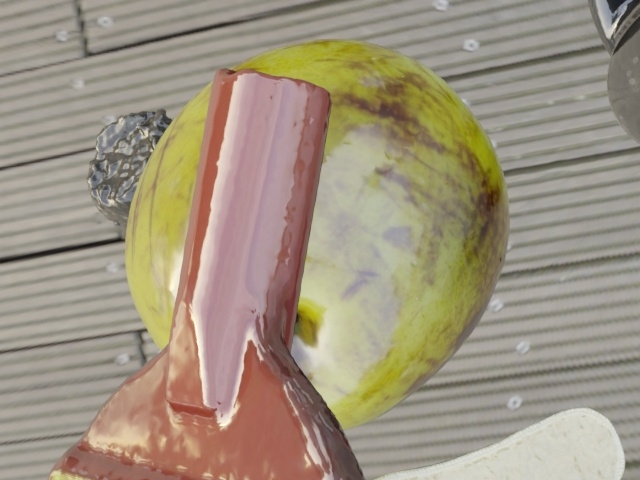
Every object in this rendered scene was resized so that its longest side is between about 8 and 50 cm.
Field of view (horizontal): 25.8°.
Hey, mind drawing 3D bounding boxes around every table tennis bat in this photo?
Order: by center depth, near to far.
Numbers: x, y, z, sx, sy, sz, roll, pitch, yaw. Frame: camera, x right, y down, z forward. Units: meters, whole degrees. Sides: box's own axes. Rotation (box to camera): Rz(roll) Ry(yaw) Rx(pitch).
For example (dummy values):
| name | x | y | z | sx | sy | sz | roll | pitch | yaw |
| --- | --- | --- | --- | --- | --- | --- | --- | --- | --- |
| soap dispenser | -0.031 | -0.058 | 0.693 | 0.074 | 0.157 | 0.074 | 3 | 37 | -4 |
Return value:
| name | x | y | z | sx | sy | sz | roll | pitch | yaw |
| --- | --- | --- | --- | --- | --- | --- | --- | --- | --- |
| table tennis bat | -0.053 | 0.136 | 0.559 | 0.268 | 0.051 | 0.414 | 1 | 78 | 54 |

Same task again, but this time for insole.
| name | x | y | z | sx | sy | sz | roll | pitch | yaw |
| --- | --- | --- | --- | --- | --- | --- | --- | --- | --- |
| insole | 0.084 | 0.178 | 0.910 | 0.248 | 0.011 | 0.081 | -23 | 85 | -5 |

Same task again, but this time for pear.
| name | x | y | z | sx | sy | sz | roll | pitch | yaw |
| --- | --- | --- | --- | --- | --- | --- | --- | --- | --- |
| pear | 0.000 | 0.000 | 0.976 | 0.284 | 0.283 | 0.283 | 2 | 96 | 18 |

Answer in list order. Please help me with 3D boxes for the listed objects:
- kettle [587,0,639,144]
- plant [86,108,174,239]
| name | x | y | z | sx | sy | sz | roll | pitch | yaw |
| --- | --- | --- | --- | --- | --- | --- | --- | --- | --- |
| kettle | 0.342 | -0.172 | 1.176 | 0.207 | 0.290 | 0.268 | -36 | 103 | -17 |
| plant | -0.153 | -0.048 | 1.515 | 0.142 | 0.203 | 0.131 | -2 | 58 | 29 |
